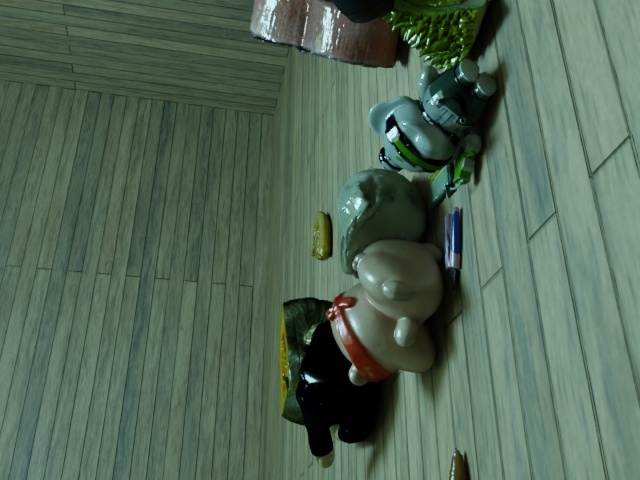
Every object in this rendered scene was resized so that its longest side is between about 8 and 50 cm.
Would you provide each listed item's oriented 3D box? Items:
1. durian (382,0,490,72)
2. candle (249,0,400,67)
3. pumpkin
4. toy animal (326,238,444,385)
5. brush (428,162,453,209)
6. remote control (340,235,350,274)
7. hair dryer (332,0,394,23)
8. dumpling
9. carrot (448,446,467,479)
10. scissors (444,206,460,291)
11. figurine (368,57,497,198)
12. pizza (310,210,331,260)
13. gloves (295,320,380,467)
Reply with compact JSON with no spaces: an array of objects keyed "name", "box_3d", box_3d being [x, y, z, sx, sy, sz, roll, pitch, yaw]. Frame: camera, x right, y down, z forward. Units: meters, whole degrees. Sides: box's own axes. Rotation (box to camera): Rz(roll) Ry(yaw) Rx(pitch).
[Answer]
[{"name":"durian","box_3d":[0.172,-0.373,1.010,0.169,0.158,0.351,-30,45,33]},{"name":"candle","box_3d":[0.041,-0.431,1.366,0.317,0.287,0.131,28,117,32]},{"name":"pumpkin","box_3d":[-0.022,0.254,1.583,0.317,0.139,0.221,-92,9,-50]},{"name":"toy animal","box_3d":[0.093,0.102,0.986,0.171,0.171,0.197,-99,26,-55]},{"name":"brush","box_3d":[0.175,-0.153,1.049,0.083,0.011,0.205,115,159,-63]},{"name":"remote control","box_3d":[0.081,-0.023,1.421,0.233,0.038,0.098,112,160,-55]},{"name":"hair dryer","box_3d":[0.023,-0.483,0.952,0.359,0.120,0.303,-84,-28,-55]},{"name":"dumpling","box_3d":[0.095,-0.020,1.086,0.247,0.142,0.172,-27,-47,-61]},{"name":"carrot","box_3d":[0.156,0.346,0.802,0.048,0.048,0.216,116,162,-63]},{"name":"scissors","box_3d":[0.176,0.013,0.939,0.039,0.012,0.113,127,147,-71]},{"name":"figurine","box_3d":[0.144,-0.149,0.915,0.192,0.147,0.126,-44,19,46]},{"name":"pizza","box_3d":[0.000,0.000,1.851,0.131,0.041,0.178,106,165,-52]},{"name":"gloves","box_3d":[0.028,0.284,1.238,0.301,0.152,0.197,100,-168,-57]}]
